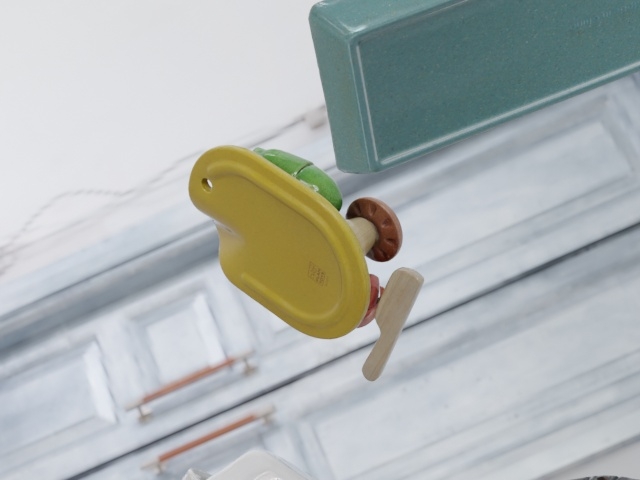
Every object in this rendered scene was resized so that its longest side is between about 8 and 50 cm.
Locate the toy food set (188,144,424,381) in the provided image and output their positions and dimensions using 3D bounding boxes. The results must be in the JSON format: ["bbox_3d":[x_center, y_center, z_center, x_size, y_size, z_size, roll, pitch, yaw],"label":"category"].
[{"bbox_3d":[0.000,0.000,0.951,0.218,0.071,0.128,35,-44,26],"label":"toy food set"}]

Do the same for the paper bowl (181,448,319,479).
[{"bbox_3d":[-0.028,0.329,1.360,0.284,0.148,0.284,33,-7,4],"label":"paper bowl"}]

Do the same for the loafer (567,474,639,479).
[{"bbox_3d":[0.200,0.183,0.764,0.062,0.170,0.061,-37,125,-51],"label":"loafer"}]

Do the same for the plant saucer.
[{"bbox_3d":[0.091,-0.078,0.424,0.018,0.192,0.067,-123,-164,-48],"label":"plant saucer"}]
